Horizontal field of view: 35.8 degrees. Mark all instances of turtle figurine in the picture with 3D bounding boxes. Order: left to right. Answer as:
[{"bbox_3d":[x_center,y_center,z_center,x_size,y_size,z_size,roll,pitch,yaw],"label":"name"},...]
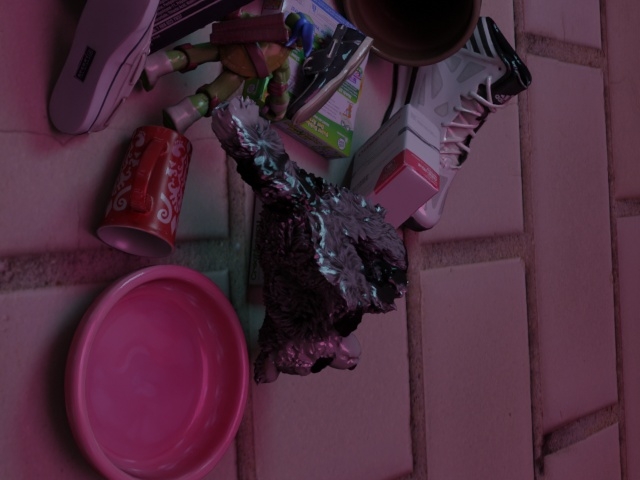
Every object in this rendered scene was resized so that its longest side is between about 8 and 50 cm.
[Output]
[{"bbox_3d":[-0.145,-0.267,1.548,0.266,0.275,0.197,-28,123,-17],"label":"turtle figurine"}]

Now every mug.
[{"bbox_3d":[-0.239,-0.077,1.437,0.113,0.150,0.169,24,64,-28],"label":"mug"}]

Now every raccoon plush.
[{"bbox_3d":[-0.064,0.015,1.552,0.216,0.299,0.446,-28,86,-48],"label":"raccoon plush"}]

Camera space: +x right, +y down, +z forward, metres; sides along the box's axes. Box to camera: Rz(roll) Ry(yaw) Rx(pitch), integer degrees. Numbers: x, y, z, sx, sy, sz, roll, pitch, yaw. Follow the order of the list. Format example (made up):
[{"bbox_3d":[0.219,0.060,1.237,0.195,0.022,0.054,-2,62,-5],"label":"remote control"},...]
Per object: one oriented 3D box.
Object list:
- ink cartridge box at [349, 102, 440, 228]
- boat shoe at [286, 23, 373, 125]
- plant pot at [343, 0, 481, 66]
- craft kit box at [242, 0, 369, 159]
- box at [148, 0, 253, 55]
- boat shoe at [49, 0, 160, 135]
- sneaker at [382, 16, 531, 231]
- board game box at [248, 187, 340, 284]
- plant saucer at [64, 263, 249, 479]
[{"bbox_3d":[0.135,-0.127,1.802,0.092,0.158,0.218,36,33,-20],"label":"ink cartridge box"},{"bbox_3d":[0.001,-0.288,1.720,0.079,0.084,0.233,36,62,2],"label":"boat shoe"},{"bbox_3d":[0.194,-0.502,1.919,0.263,0.263,0.229,63,29,-26],"label":"plant pot"},{"bbox_3d":[-0.018,-0.305,1.778,0.250,0.061,0.246,29,64,-45],"label":"craft kit box"},{"bbox_3d":[-0.202,-0.462,1.354,0.294,0.296,0.182,52,28,-35],"label":"box"},{"bbox_3d":[-0.278,-0.260,1.362,0.088,0.096,0.267,-9,130,-61],"label":"boat shoe"},{"bbox_3d":[0.272,-0.242,1.959,0.169,0.257,0.447,15,76,-49],"label":"sneaker"},{"bbox_3d":[0.000,0.000,1.781,0.305,0.053,0.193,13,79,-49],"label":"board game box"},{"bbox_3d":[-0.246,0.201,1.456,0.332,0.084,0.332,3,86,-49],"label":"plant saucer"}]
